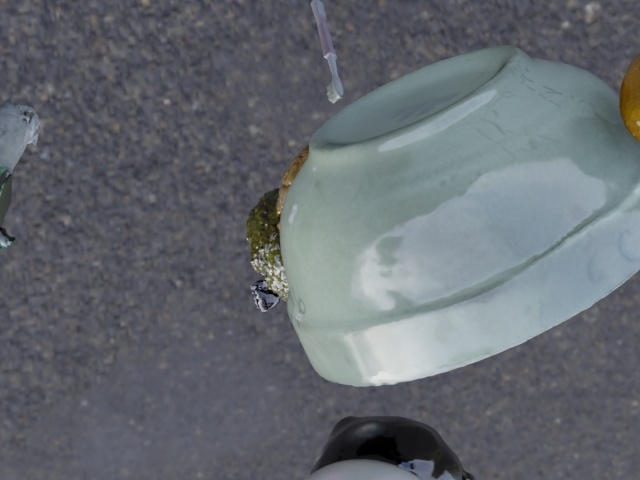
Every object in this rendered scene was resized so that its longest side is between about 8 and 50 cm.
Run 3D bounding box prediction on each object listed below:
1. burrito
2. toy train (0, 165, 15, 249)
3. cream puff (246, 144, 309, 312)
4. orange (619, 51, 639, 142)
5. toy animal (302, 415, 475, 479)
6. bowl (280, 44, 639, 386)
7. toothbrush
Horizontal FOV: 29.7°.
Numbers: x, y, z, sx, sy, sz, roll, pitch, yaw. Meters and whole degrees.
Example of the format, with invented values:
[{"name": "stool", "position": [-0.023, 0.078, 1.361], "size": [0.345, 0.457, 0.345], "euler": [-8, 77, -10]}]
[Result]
[{"name": "burrito", "position": [-0.356, -0.081, 1.287], "size": [0.064, 0.203, 0.064], "euler": [9, 132, 11]}, {"name": "toy train", "position": [-0.241, -0.028, 0.669], "size": [0.148, 0.038, 0.071], "euler": [16, 137, -5]}, {"name": "cream puff", "position": [0.000, 0.000, 1.179], "size": [0.169, 0.183, 0.183], "euler": [-22, 144, 23]}, {"name": "orange", "position": [0.234, -0.096, 0.786], "size": [0.085, 0.085, 0.085], "euler": [-11, 144, -8]}, {"name": "toy animal", "position": [0.045, 0.291, 1.230], "size": [0.187, 0.165, 0.235], "euler": [-53, 177, 24]}, {"name": "bowl", "position": [0.100, -0.037, 0.898], "size": [0.307, 0.307, 0.163], "euler": [-23, 107, 8]}, {"name": "toothbrush", "position": [0.007, -0.216, 1.362], "size": [0.014, 0.194, 0.017], "euler": [30, 123, -31]}]
